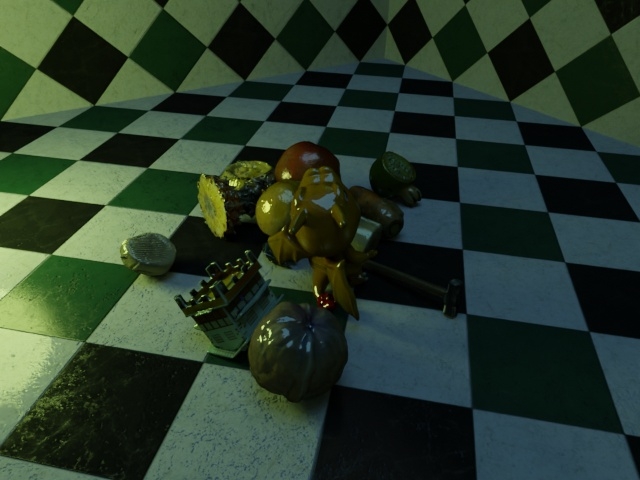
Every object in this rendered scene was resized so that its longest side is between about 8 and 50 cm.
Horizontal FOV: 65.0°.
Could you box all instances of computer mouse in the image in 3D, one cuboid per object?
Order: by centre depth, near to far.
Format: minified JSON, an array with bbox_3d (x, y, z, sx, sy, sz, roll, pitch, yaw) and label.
[{"bbox_3d":[-0.144,0.050,1.739,0.135,0.047,0.079,31,54,20],"label":"computer mouse"}]

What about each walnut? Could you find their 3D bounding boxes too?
[{"bbox_3d":[-0.055,0.278,1.247,0.249,0.248,0.248,1,34,-1],"label":"walnut"}]

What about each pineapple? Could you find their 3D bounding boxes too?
[{"bbox_3d":[-0.286,-0.157,1.884,0.272,0.262,0.262,-18,39,-32],"label":"pineapple"}]

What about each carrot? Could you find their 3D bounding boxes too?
[{"bbox_3d":[0.199,-0.115,1.929,0.139,0.138,0.302,-16,31,-24],"label":"carrot"}]

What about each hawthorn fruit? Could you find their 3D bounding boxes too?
[{"bbox_3d":[-0.068,-0.234,1.975,0.277,0.276,0.298,21,54,26],"label":"hawthorn fruit"}]

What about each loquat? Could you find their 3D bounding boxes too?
[{"bbox_3d":[-0.122,-0.111,1.771,0.244,0.243,0.243,1,34,-1],"label":"loquat"}]

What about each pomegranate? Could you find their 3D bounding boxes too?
[{"bbox_3d":[0.312,-0.248,2.115,0.241,0.159,0.189,28,43,-9],"label":"pomegranate"}]

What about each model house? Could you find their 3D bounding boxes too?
[{"bbox_3d":[-0.243,0.175,1.404,0.199,0.215,0.224,-17,22,33],"label":"model house"}]

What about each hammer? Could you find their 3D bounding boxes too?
[{"bbox_3d":[0.283,0.129,1.611,0.366,0.111,0.043,21,29,38],"label":"hammer"}]

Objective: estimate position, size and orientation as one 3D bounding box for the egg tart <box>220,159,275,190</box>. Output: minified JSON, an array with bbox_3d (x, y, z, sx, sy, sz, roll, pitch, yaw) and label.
[{"bbox_3d":[-0.295,-0.247,2.104,0.346,0.132,0.345,0,32,0],"label":"egg tart"}]

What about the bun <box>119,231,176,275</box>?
[{"bbox_3d":[-0.572,0.055,1.658,0.173,0.113,0.166,23,38,-9],"label":"bun"}]

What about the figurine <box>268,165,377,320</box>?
[{"bbox_3d":[0.029,0.014,1.511,0.268,0.387,0.401,-30,49,-17],"label":"figurine"}]

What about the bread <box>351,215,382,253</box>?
[{"bbox_3d":[0.126,-0.013,1.765,0.141,0.133,0.148,24,52,23],"label":"bread"}]
